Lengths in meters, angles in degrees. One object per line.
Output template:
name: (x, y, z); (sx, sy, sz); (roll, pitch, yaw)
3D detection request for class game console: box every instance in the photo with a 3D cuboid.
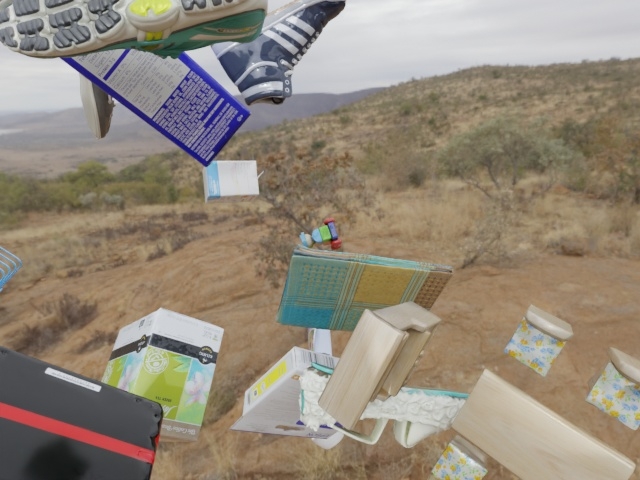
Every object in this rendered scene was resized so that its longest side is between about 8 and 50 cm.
game console: (-0.457, 0.327, 0.664); (0.387, 0.060, 0.342); (31, 5, -20)

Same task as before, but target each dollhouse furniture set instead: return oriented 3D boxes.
dollhouse furniture set: (0.240, 0.269, 0.634); (0.394, 0.362, 0.256); (31, 12, 28)

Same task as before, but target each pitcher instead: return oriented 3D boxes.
pitcher: (-0.022, 0.661, 1.489); (0.125, 0.207, 0.178); (-44, -10, 38)

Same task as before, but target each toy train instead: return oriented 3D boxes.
toy train: (0.000, 0.000, 1.603); (0.144, 0.105, 0.248); (-17, -10, -1)

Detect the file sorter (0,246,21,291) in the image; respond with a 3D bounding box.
file sorter: (-0.829, 0.078, 0.991); (0.104, 0.118, 0.170); (-49, 22, -6)

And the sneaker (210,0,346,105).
sneaker: (-0.053, -0.368, 0.803); (0.282, 0.153, 0.099); (-29, 15, -9)

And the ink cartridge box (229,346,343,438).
ink cartridge box: (-0.018, 0.387, 1.000); (0.304, 0.307, 0.072); (22, 39, -30)

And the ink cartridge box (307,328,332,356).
ink cartridge box: (-0.003, 0.342, 1.272); (0.065, 0.185, 0.311); (2, 57, -5)

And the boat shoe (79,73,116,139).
boat shoe: (-0.600, -0.434, 1.116); (0.096, 0.335, 0.112); (-25, 53, -36)

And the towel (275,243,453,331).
towel: (0.093, 0.132, 0.973); (0.371, 0.271, 0.040); (7, 43, -11)

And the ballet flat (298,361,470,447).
ballet flat: (0.137, 0.350, 0.845); (0.409, 0.146, 0.147); (16, 14, -17)

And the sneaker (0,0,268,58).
sneaker: (-0.191, -0.228, 0.430); (0.276, 0.106, 0.110); (-7, -8, -2)

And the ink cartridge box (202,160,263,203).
ink cartridge box: (-0.220, -0.148, 1.045); (0.143, 0.089, 0.092); (-4, -5, -21)

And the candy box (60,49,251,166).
candy box: (-0.295, -0.278, 0.634); (0.317, 0.122, 0.268); (39, 1, -36)

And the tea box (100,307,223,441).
tea box: (-0.493, 0.415, 1.224); (0.220, 0.323, 0.329); (28, -37, -33)
